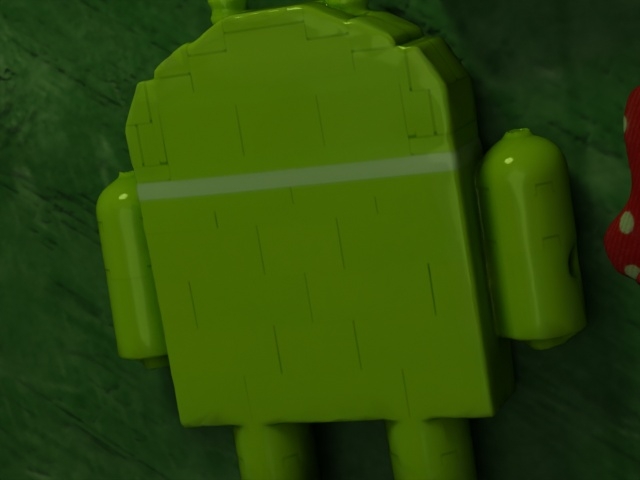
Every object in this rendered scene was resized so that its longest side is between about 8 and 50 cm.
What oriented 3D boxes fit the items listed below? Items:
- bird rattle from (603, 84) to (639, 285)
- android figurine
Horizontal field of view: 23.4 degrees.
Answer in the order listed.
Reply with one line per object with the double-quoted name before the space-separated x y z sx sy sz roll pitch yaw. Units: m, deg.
"bird rattle" 0.229 0.035 0.625 0.207 0.143 0.253 -16 104 2
"android figurine" 0.000 0.000 0.747 0.248 0.056 0.272 -7 99 24
